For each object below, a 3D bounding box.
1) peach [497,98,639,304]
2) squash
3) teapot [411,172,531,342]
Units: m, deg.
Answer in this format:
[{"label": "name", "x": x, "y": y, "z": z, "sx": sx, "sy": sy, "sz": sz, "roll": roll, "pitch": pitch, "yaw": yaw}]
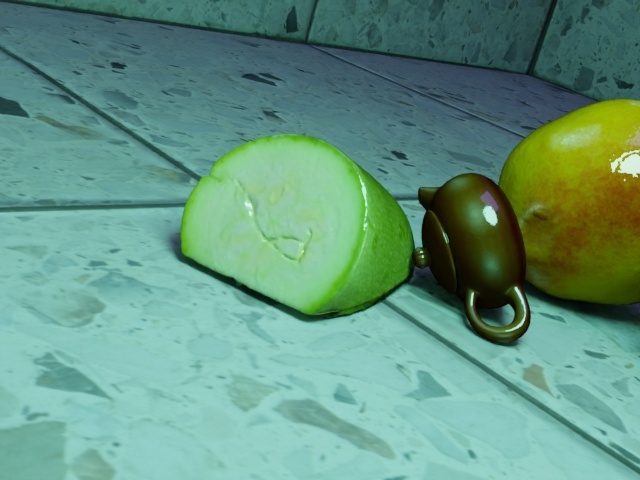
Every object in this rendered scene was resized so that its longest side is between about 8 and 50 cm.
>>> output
[{"label": "peach", "x": 0.401, "y": -0.053, "z": 1.277, "sx": 0.289, "sy": 0.289, "sz": 0.308, "roll": 8, "pitch": -5, "yaw": -23}, {"label": "squash", "x": 0.000, "y": 0.000, "z": 1.194, "sx": 0.233, "sy": 0.210, "sz": 0.309, "roll": 22, "pitch": -8, "yaw": 22}, {"label": "teapot", "x": 0.188, "y": 0.024, "z": 1.170, "sx": 0.135, "sy": 0.178, "sz": 0.252, "roll": -17, "pitch": 55, "yaw": 1}]
